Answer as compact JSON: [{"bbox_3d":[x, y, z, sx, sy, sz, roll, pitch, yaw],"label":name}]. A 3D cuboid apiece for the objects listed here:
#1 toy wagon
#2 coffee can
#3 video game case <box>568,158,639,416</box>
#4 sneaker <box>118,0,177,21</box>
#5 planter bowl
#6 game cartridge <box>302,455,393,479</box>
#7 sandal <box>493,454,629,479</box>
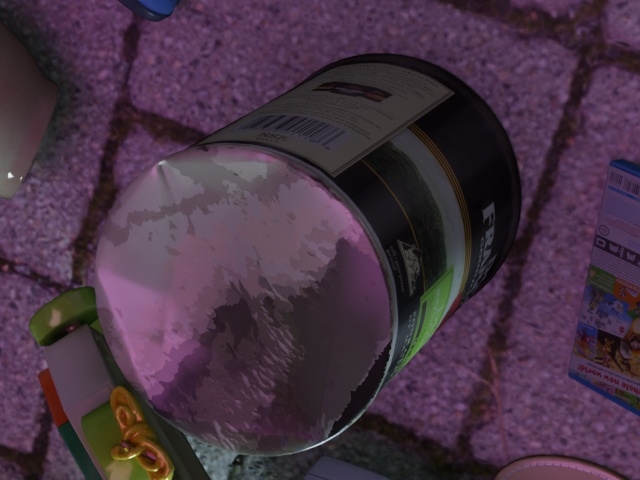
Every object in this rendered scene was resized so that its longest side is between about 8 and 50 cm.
[{"bbox_3d":[-0.120,0.161,1.306,0.068,0.344,0.267,-32,78,-1],"label":"toy wagon"},{"bbox_3d":[0.000,0.000,1.235,0.201,0.275,0.201,7,109,21],"label":"coffee can"},{"bbox_3d":[0.230,0.041,1.269,0.119,0.015,0.166,29,119,44],"label":"video game case"},{"bbox_3d":[-0.148,-0.261,1.330,0.082,0.069,0.209,-25,96,23],"label":"sneaker"},{"bbox_3d":[-0.264,-0.095,1.394,0.109,0.162,0.162,23,117,-15],"label":"planter bowl"},{"bbox_3d":[0.103,0.283,1.366,0.297,0.062,0.198,29,146,12],"label":"game cartridge"},{"bbox_3d":[0.224,0.237,1.328,0.240,0.079,0.088,29,115,12],"label":"sandal"}]
